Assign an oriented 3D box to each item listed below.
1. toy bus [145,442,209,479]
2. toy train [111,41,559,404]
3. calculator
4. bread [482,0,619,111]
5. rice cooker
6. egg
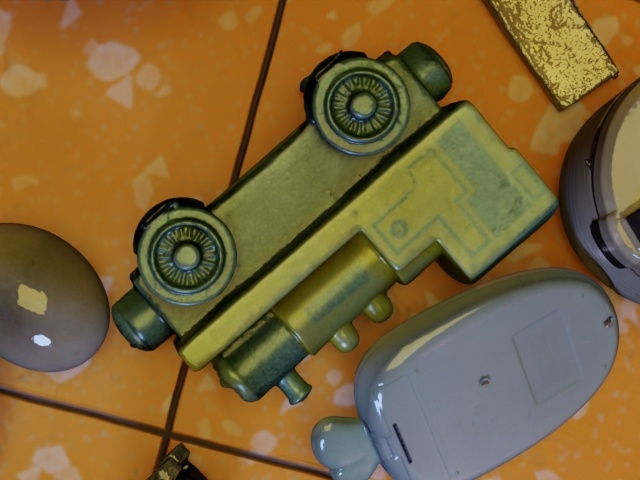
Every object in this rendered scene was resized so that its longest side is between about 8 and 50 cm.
[{"bbox_3d":[-0.125,0.233,1.390,0.089,0.195,0.081,-43,90,-3],"label":"toy bus"},{"bbox_3d":[0.000,0.000,1.447,0.369,0.150,0.237,-41,96,-4],"label":"toy train"},{"bbox_3d":[0.131,0.130,1.452,0.295,0.042,0.184,-28,123,-7],"label":"calculator"},{"bbox_3d":[0.207,-0.197,1.528,0.068,0.028,0.153,-35,90,-6],"label":"bread"},{"bbox_3d":[0.328,-0.045,1.421,0.226,0.244,0.226,0,82,-3],"label":"rice cooker"},{"bbox_3d":[-0.252,0.048,1.434,0.152,0.114,0.114,42,84,3],"label":"egg"}]
